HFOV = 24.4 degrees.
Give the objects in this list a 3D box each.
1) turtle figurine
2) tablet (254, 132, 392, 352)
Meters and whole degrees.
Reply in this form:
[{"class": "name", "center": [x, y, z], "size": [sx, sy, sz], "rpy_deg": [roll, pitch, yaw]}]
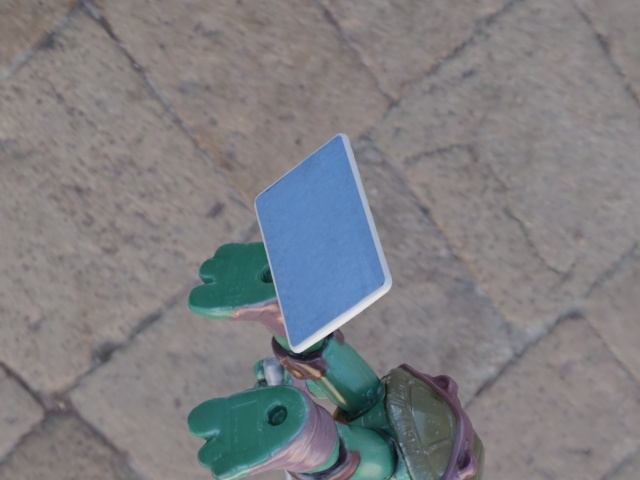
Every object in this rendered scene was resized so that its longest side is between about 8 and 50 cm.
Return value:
[{"class": "turtle figurine", "center": [0.018, 0.105, 0.714], "size": [0.118, 0.175, 0.234], "rpy_deg": [-31, 138, 6]}, {"class": "tablet", "center": [0.000, 0.000, 0.606], "size": [0.054, 0.083, 0.006], "rpy_deg": [-36, 139, 25]}]
